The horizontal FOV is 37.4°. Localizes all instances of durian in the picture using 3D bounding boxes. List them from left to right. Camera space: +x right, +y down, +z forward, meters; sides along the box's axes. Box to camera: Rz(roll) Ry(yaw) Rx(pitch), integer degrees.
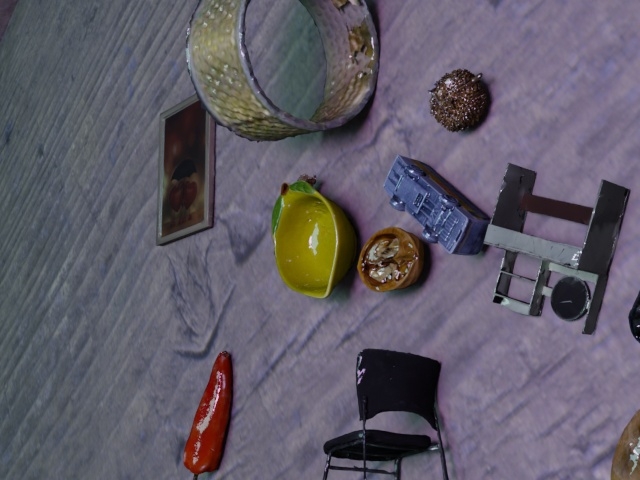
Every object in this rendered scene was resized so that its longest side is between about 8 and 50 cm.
[{"bbox_3d":[0.184,-0.187,1.253,0.091,0.080,0.080,-44,50,36],"label":"durian"}]

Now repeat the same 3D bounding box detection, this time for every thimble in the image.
[{"bbox_3d":[-0.055,-0.289,1.436,0.150,0.271,0.271,-1,82,52],"label":"thimble"}]

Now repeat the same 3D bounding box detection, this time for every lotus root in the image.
[{"bbox_3d":[-0.041,-0.042,1.534,0.073,0.062,0.150,32,108,39],"label":"lotus root"}]

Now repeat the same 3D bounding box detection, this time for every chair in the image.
[{"bbox_3d":[0.080,0.268,1.249,0.145,0.140,0.221,-38,46,56],"label":"chair"}]

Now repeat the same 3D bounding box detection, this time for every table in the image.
[{"bbox_3d":[0.267,0.008,1.112,0.146,0.062,0.175,19,95,53],"label":"table"}]

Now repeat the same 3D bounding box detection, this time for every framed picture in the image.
[{"bbox_3d":[-0.271,-0.147,1.906,0.211,0.020,0.289,-16,70,51],"label":"framed picture"}]

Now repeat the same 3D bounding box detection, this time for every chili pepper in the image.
[{"bbox_3d":[-0.198,0.330,1.675,0.071,0.063,0.272,15,93,41],"label":"chili pepper"}]

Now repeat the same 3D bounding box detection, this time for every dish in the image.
[{"bbox_3d":[0.000,0.000,1.453,0.149,0.080,0.208,-41,56,37],"label":"dish"}]

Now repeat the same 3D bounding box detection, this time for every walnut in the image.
[{"bbox_3d":[0.108,0.029,1.328,0.121,0.052,0.091,-11,73,50],"label":"walnut"}]

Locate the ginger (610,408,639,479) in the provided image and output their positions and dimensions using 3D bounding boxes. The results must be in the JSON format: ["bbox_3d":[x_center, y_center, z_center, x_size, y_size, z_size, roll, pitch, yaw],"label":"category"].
[{"bbox_3d":[0.365,0.191,0.942,0.214,0.059,0.133,-64,35,19],"label":"ginger"}]

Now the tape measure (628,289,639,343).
[{"bbox_3d":[0.397,0.086,0.828,0.207,0.115,0.235,-30,55,14],"label":"tape measure"}]

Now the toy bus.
[{"bbox_3d":[0.153,-0.046,1.263,0.190,0.075,0.064,48,119,48],"label":"toy bus"}]
